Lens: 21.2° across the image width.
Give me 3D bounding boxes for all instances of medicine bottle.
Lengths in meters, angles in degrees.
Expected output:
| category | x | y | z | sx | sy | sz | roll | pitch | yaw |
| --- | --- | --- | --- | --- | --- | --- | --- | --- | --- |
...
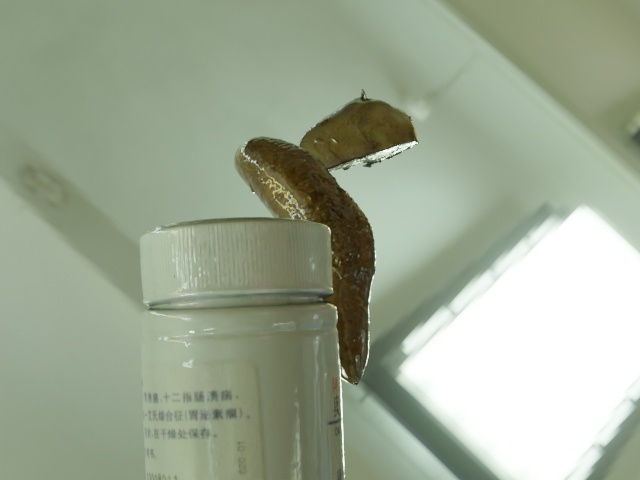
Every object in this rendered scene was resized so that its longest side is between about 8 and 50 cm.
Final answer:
| category | x | y | z | sx | sy | sz | roll | pitch | yaw |
| --- | --- | --- | --- | --- | --- | --- | --- | --- | --- |
| medicine bottle | -0.074 | 0.147 | 1.622 | 0.190 | 0.190 | 0.332 | 0 | -92 | -55 |

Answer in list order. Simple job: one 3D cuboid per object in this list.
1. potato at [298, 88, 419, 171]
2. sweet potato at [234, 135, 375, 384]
| category | x | y | z | sx | sy | sz | roll | pitch | yaw |
| --- | --- | --- | --- | --- | --- | --- | --- | --- | --- |
| potato | 0.045 | -0.137 | 2.073 | 0.172 | 0.100 | 0.089 | -14 | -97 | -48 |
| sweet potato | 0.002 | -0.004 | 1.855 | 0.092 | 0.114 | 0.341 | 16 | -143 | -45 |
